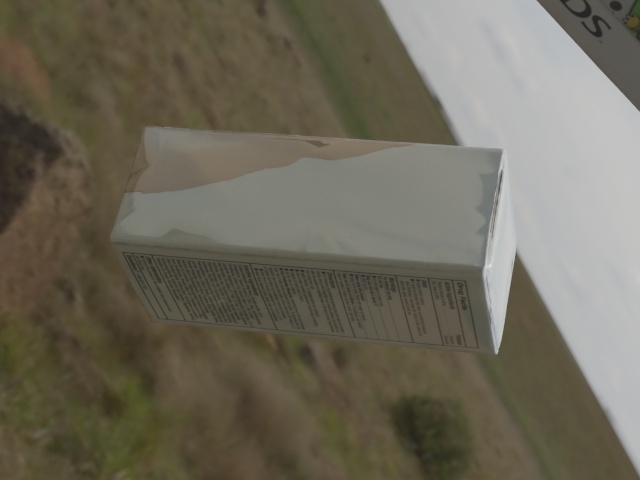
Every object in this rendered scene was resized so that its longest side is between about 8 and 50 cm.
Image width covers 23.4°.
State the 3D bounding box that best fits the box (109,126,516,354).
[{"bbox_3d":[0.000,0.000,1.287,0.148,0.311,0.121,75,24,-57],"label":"box"}]

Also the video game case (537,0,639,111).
[{"bbox_3d":[0.157,-0.160,0.640,0.206,0.227,0.026,43,54,-17],"label":"video game case"}]
